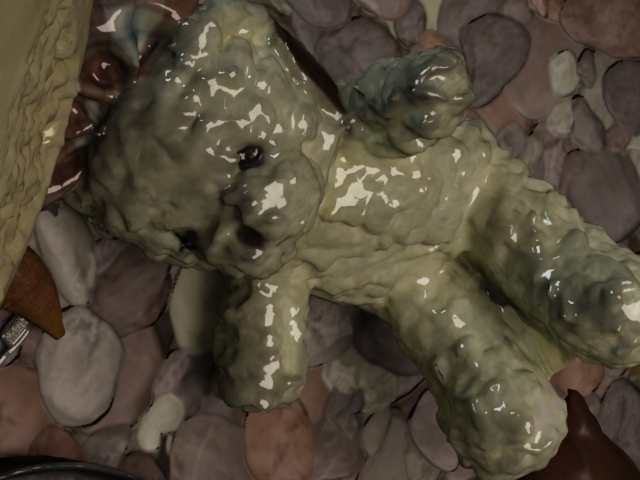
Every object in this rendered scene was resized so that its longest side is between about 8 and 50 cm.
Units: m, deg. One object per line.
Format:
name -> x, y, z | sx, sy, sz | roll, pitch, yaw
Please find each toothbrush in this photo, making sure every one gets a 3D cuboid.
toothbrush -> -0.262, 0.124, 1.251 | 0.017, 0.014, 0.194 | 45, 69, -22

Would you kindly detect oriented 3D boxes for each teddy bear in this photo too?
teddy bear -> 0.000, 0.000, 1.254 | 0.327, 0.375, 0.362 | -50, 154, 24

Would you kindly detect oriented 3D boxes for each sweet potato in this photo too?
sweet potato -> -0.239, -0.010, 1.227 | 0.065, 0.051, 0.218 | -45, 120, -5

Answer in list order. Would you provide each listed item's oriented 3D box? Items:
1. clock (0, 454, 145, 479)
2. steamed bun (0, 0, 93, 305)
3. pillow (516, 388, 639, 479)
clock -> -0.210, 0.310, 1.277 | 0.318, 0.066, 0.319 | -5, 98, -36
steamed bun -> -0.309, -0.124, 0.958 | 0.371, 0.290, 0.456 | 20, 114, 2
pillow -> 0.217, 0.338, 1.564 | 0.305, 0.108, 0.308 | -50, 118, -15
